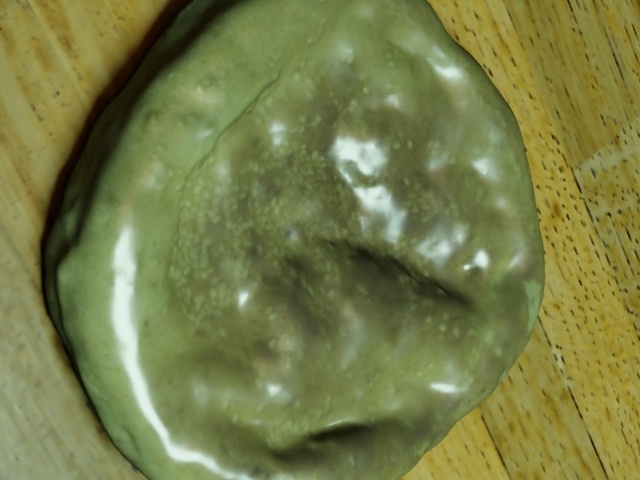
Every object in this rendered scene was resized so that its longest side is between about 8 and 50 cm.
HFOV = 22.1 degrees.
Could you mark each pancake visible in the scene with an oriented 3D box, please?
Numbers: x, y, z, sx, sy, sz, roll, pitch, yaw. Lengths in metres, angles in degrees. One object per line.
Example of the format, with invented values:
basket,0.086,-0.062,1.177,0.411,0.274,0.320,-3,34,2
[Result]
pancake,0.000,0.000,0.809,0.294,0.049,0.295,-3,96,-35
